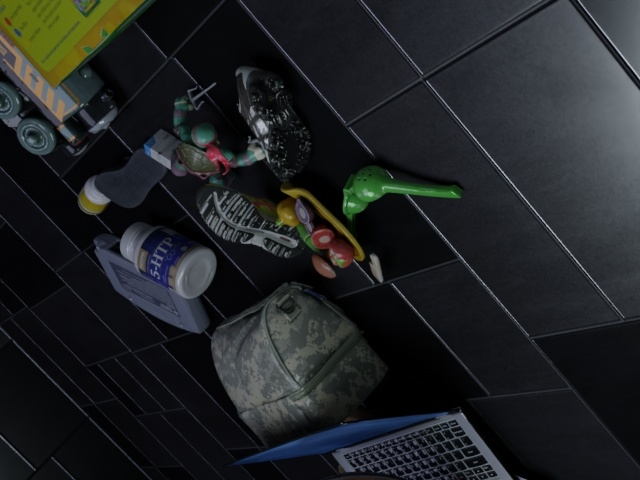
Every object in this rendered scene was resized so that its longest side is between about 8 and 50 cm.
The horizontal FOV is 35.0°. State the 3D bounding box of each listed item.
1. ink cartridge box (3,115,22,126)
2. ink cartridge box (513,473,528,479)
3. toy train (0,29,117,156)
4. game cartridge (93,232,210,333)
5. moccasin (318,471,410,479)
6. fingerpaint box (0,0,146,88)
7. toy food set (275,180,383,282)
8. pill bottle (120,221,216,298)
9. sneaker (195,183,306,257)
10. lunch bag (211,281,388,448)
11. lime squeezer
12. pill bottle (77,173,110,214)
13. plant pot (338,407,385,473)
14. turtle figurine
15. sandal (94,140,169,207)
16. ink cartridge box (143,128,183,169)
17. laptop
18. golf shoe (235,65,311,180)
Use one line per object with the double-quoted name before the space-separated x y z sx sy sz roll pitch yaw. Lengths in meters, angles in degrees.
"ink cartridge box" -0.588 -0.293 2.005 0.175 0.072 0.127 9 137 47
"ink cartridge box" 0.355 0.482 1.898 0.206 0.045 0.208 17 137 38
"toy train" -0.513 -0.302 1.810 0.190 0.142 0.334 -30 111 31
"game cartridge" -0.382 0.103 2.315 0.294 0.060 0.196 23 143 33
"moccasin" 0.144 0.508 1.766 0.380 0.147 0.139 31 142 -26
"fingerpaint box" -0.380 -0.458 1.419 0.371 0.163 0.444 49 151 -14
"toy food set" 0.000 0.000 1.618 0.218 0.071 0.128 44 170 13
"pill bottle" -0.314 0.034 2.068 0.186 0.112 0.112 24 147 30
"sneaker" -0.122 -0.042 1.695 0.208 0.081 0.094 29 -162 -29
"lunch bag" -0.059 0.223 1.898 0.256 0.212 0.305 49 149 -7
"lime squeezer" 0.082 -0.064 1.511 0.109 0.059 0.310 17 160 -23
"pill bottle" -0.467 -0.100 2.128 0.065 0.065 0.116 46 153 -5
"plant pot" 0.114 0.470 2.129 0.237 0.110 0.237 32 149 21
"turtle figurine" -0.184 -0.156 1.648 0.175 0.118 0.234 41 158 3
"sandal" -0.354 -0.129 1.971 0.097 0.054 0.254 45 143 -19
"ink cartridge box" -0.267 -0.158 1.810 0.083 0.048 0.028 33 151 19
"laptop" 0.110 0.454 1.849 0.408 0.236 0.382 53 138 -7
"golf shoe" -0.074 -0.181 1.525 0.094 0.077 0.198 40 155 43
